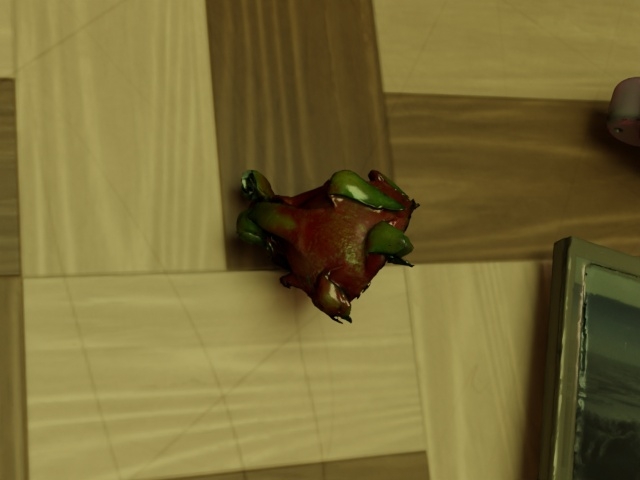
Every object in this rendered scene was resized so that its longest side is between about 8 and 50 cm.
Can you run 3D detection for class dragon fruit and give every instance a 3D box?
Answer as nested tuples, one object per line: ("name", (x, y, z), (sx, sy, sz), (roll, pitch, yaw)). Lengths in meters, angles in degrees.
("dragon fruit", (0.000, 0.000, 0.768), (0.175, 0.142, 0.138), (22, 46, 14))

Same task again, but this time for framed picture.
("framed picture", (0.399, 0.205, 0.884), (0.446, 0.028, 0.326), (15, 69, -17))

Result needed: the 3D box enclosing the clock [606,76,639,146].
("clock", (0.421, -0.106, 0.899), (0.248, 0.227, 0.090), (22, 71, -16))
